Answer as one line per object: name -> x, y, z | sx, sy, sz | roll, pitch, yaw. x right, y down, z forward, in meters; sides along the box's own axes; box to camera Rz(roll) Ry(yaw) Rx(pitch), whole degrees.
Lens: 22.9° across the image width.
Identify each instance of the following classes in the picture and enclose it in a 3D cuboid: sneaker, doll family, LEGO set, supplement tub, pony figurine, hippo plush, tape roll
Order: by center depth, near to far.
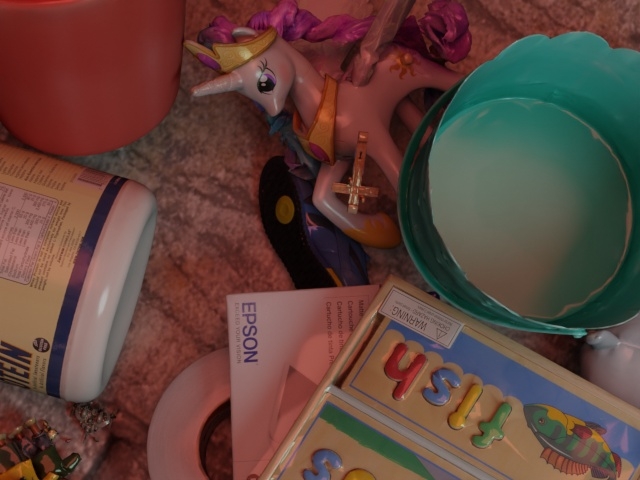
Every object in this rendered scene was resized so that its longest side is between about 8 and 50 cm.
supplement tub -> -0.349, 0.014, 1.604 | 0.325, 0.235, 0.235 | 16, 75, 0
doll family -> -0.335, 0.271, 1.627 | 0.193, 0.076, 0.111 | -33, 83, -2
tape roll -> -0.068, 0.220, 1.647 | 0.219, 0.072, 0.219 | 0, 73, 1
hippo plush -> 0.395, 0.166, 1.673 | 0.237, 0.234, 0.294 | 30, 73, 29
LEGO set -> -0.253, 0.192, 1.677 | 0.083, 0.023, 0.054 | -37, 82, -12
pony figurine -> 0.062, -0.180, 1.677 | 0.363, 0.303, 0.351 | 43, 64, -17
sneaker -> 0.000, 0.000, 1.733 | 0.082, 0.069, 0.209 | -5, 61, -43

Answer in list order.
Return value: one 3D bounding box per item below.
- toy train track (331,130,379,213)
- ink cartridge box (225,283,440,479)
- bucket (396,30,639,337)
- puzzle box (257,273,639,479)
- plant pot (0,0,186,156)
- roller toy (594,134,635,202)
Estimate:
toy train track -> 0.038, -0.067, 1.583 | 0.048, 0.014, 0.083 | 7, 102, -8
ink cartridge box -> 0.019, 0.156, 1.602 | 0.224, 0.045, 0.223 | -4, 73, 0
bucket -> 0.211, -0.043, 1.500 | 0.281, 0.183, 0.281 | 1, 81, -8
puzzle box -> 0.167, 0.240, 1.495 | 0.409, 0.052, 0.272 | 28, 76, 17
plant pot -> -0.249, -0.232, 1.558 | 0.275, 0.243, 0.275 | -2, 50, 2
roller toy -> 0.346, -0.056, 1.703 | 0.191, 0.209, 0.146 | -41, 83, 3
